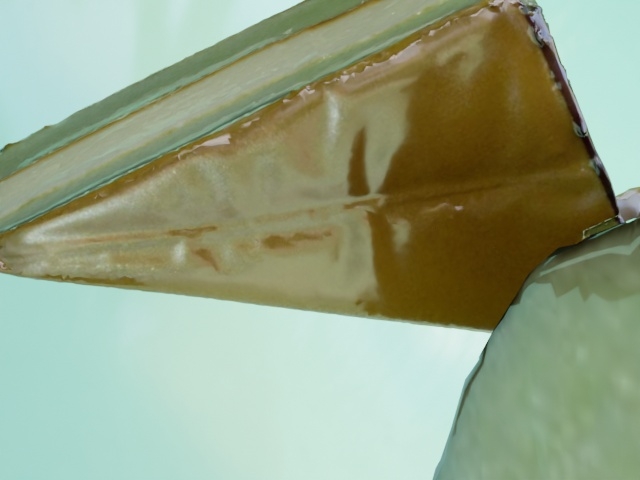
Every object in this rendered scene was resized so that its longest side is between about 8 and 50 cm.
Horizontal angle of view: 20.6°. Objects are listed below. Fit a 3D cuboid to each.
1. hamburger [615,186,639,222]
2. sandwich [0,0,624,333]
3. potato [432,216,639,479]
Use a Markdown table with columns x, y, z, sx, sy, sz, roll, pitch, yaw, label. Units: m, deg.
| x | y | z | sx | sy | sz | roll | pitch | yaw | label |
| --- | --- | --- | --- | --- | --- | --- | --- | --- | --- |
| 0.222 | 0.112 | 0.769 | 0.318 | 0.158 | 0.319 | 7 | 75 | -28 | hamburger |
| 0.000 | 0.000 | 0.500 | 0.079 | 0.163 | 0.113 | -99 | 163 | -65 | sandwich |
| 0.249 | 0.162 | 0.329 | 0.319 | 0.385 | 0.442 | -11 | 21 | -23 | potato |
